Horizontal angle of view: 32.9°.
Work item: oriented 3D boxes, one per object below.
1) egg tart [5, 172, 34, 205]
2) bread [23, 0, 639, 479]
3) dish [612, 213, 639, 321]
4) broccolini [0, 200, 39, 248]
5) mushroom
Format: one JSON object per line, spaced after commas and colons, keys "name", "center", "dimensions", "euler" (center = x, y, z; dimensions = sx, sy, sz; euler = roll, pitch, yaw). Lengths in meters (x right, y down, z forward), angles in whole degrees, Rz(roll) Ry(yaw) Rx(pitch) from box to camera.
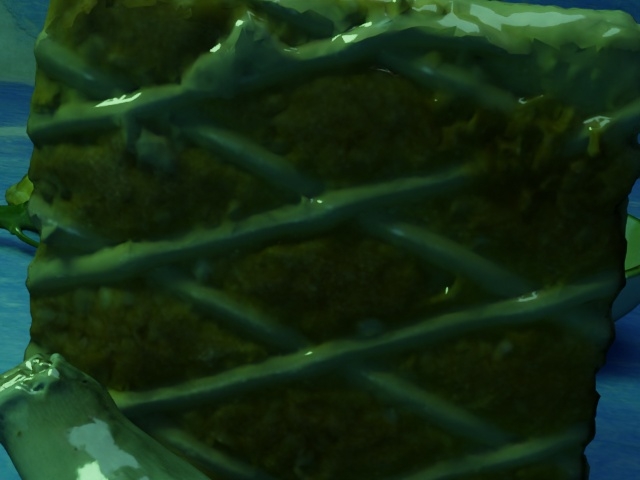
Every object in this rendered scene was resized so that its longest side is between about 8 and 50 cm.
{"name": "egg tart", "center": [-0.270, -0.073, 1.448], "dimensions": [0.290, 0.116, 0.290], "euler": [7, 16, -2]}
{"name": "bread", "center": [0.000, 0.000, 0.770], "dimensions": [0.389, 0.371, 0.279], "euler": [6, 16, 3]}
{"name": "dish", "center": [0.213, 0.044, 1.217], "dimensions": [0.324, 0.124, 0.324], "euler": [1, 19, 0]}
{"name": "broccolini", "center": [-0.385, -0.006, 1.274], "dimensions": [0.391, 0.079, 0.074], "euler": [3, 24, 12]}
{"name": "mushroom", "center": [-0.104, 0.148, 0.592], "dimensions": [0.116, 0.093, 0.225], "euler": [-15, 60, -36]}
